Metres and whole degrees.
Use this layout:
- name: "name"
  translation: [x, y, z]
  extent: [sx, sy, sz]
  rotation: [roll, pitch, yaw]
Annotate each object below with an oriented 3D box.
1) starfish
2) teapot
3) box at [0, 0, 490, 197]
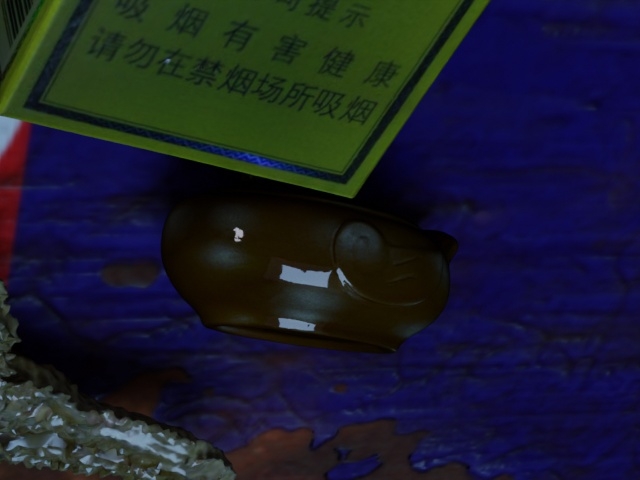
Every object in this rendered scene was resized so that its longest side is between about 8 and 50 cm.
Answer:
- name: "starfish"
  translation: [-0.188, 0.064, 0.715]
  extent: [0.299, 0.060, 0.302]
  rotation: [-8, 143, -2]
- name: "teapot"
  translation: [0.000, 0.000, 0.710]
  extent: [0.129, 0.078, 0.098]
  rotation: [14, 170, -42]
- name: "box"
  translation: [0.000, -0.121, 0.586]
  extent: [0.141, 0.064, 0.220]
  rotation: [12, 131, -29]
